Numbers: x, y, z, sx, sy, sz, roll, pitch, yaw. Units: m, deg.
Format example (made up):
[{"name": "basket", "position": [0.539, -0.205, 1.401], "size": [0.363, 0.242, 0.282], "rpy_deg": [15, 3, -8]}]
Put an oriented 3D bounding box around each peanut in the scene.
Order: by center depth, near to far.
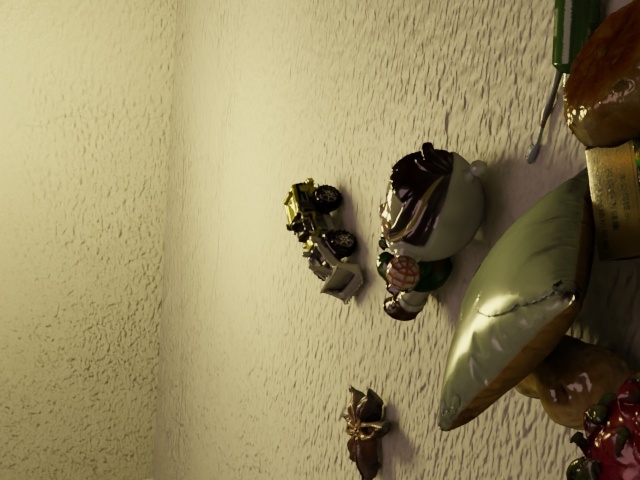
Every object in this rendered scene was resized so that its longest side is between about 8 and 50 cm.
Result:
[{"name": "peanut", "position": [0.335, 0.191, 1.261], "size": [0.236, 0.110, 0.120], "rpy_deg": [-176, 74, -68]}]

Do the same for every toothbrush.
[{"name": "toothbrush", "position": [0.331, -0.198, 1.330], "size": [0.019, 0.013, 0.193], "rpy_deg": [-112, 28, -52]}]

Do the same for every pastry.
[{"name": "pastry", "position": [0.366, -0.200, 1.076], "size": [0.192, 0.093, 0.182], "rpy_deg": [-23, 39, 64]}]

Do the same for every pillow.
[{"name": "pillow", "position": [0.268, 0.077, 1.234], "size": [0.312, 0.119, 0.310], "rpy_deg": [-59, -1, 40]}]

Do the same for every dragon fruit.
[{"name": "dragon fruit", "position": [0.398, 0.283, 1.049], "size": [0.198, 0.219, 0.272], "rpy_deg": [11, -113, -76]}]

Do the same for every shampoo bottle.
[{"name": "shampoo bottle", "position": [0.345, -0.288, 1.232], "size": [0.065, 0.065, 0.204], "rpy_deg": [-159, 68, -64]}]

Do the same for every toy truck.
[{"name": "toy truck", "position": [0.000, 0.000, 1.985], "size": [0.136, 0.111, 0.285], "rpy_deg": [-60, 43, 49]}]

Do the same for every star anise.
[{"name": "star anise", "position": [0.093, 0.386, 1.900], "size": [0.171, 0.063, 0.207], "rpy_deg": [-117, 30, -50]}]

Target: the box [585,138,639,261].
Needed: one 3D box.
[{"name": "box", "position": [0.420, -0.065, 1.080], "size": [0.240, 0.071, 0.159], "rpy_deg": [160, 108, -66]}]

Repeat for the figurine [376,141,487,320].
[{"name": "figurine", "position": [0.173, -0.010, 1.541], "size": [0.370, 0.167, 0.281], "rpy_deg": [101, -177, -48]}]
